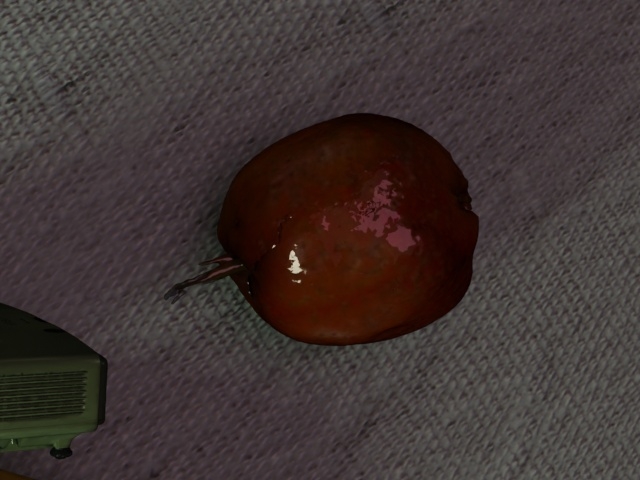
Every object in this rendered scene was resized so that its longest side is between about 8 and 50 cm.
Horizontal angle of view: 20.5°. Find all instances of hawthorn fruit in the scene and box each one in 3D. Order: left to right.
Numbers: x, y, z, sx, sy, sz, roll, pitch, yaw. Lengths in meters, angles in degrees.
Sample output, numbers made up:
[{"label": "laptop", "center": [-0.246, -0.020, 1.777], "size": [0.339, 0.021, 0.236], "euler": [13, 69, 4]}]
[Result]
[{"label": "hawthorn fruit", "center": [0.000, 0.000, 1.573], "size": [0.299, 0.211, 0.211], "euler": [-17, 89, -11]}]

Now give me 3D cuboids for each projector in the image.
[{"label": "projector", "center": [-0.300, 0.103, 1.373], "size": [0.193, 0.269, 0.088], "euler": [-1, 99, -32]}]

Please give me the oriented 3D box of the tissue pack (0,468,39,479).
[{"label": "tissue pack", "center": [-0.276, 0.291, 1.393], "size": [0.274, 0.145, 0.194], "euler": [20, 52, -12]}]
